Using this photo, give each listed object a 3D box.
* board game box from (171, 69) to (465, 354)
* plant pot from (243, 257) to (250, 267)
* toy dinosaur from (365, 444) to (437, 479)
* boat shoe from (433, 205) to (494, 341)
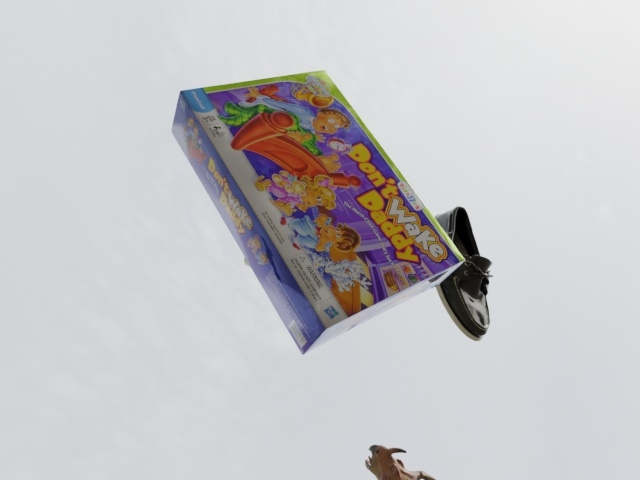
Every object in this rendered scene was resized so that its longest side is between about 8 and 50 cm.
[{"bbox_3d":[-0.008,-0.060,0.710,0.233,0.078,0.347,-21,-111,-34],"label":"board game box"},{"bbox_3d":[0.000,0.000,1.169,0.239,0.254,0.254,30,-79,3],"label":"plant pot"},{"bbox_3d":[0.213,0.518,1.041,0.295,0.127,0.200,20,-75,-14],"label":"toy dinosaur"},{"bbox_3d":[0.329,0.058,1.229,0.127,0.340,0.113,29,-52,-28],"label":"boat shoe"}]
